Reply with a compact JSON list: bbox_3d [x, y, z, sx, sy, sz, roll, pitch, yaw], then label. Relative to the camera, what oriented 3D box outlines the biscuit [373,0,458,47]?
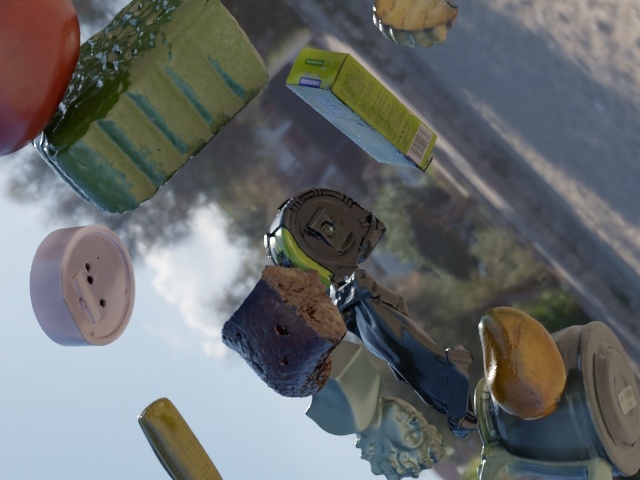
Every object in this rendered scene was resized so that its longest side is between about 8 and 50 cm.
[{"bbox_3d":[0.141,-0.345,1.730,0.183,0.118,0.061,-108,-8,-47],"label":"biscuit"}]

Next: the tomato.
[{"bbox_3d":[-0.302,-0.168,1.059,0.136,0.195,0.195,26,-170,-11],"label":"tomato"}]

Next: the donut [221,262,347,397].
[{"bbox_3d":[-0.045,0.118,1.358,0.126,0.186,0.144,48,-146,19],"label":"donut"}]

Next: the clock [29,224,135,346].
[{"bbox_3d":[-0.384,0.074,1.850,0.197,0.068,0.196,19,-111,-62],"label":"clock"}]

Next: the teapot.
[{"bbox_3d":[0.368,0.304,1.771,0.239,0.239,0.321,21,-123,-53],"label":"teapot"}]

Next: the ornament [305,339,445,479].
[{"bbox_3d":[0.064,0.256,1.687,0.285,0.120,0.130,44,158,-31],"label":"ornament"}]

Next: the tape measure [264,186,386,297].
[{"bbox_3d":[0.000,0.000,2.018,0.186,0.199,0.112,32,150,-5],"label":"tape measure"}]

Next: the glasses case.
[{"bbox_3d":[-0.254,0.394,2.091,0.064,0.079,0.234,1,126,53],"label":"glasses case"}]

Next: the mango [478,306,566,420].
[{"bbox_3d":[0.289,0.174,1.621,0.089,0.115,0.165,21,-119,-66],"label":"mango"}]

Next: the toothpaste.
[{"bbox_3d":[0.081,-0.229,2.030,0.110,0.077,0.327,16,168,41],"label":"toothpaste"}]

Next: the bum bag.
[{"bbox_3d":[0.127,0.149,1.662,0.326,0.080,0.142,42,143,32],"label":"bum bag"}]

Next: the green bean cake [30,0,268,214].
[{"bbox_3d":[-0.188,-0.158,1.191,0.125,0.248,0.222,51,172,-28],"label":"green bean cake"}]
